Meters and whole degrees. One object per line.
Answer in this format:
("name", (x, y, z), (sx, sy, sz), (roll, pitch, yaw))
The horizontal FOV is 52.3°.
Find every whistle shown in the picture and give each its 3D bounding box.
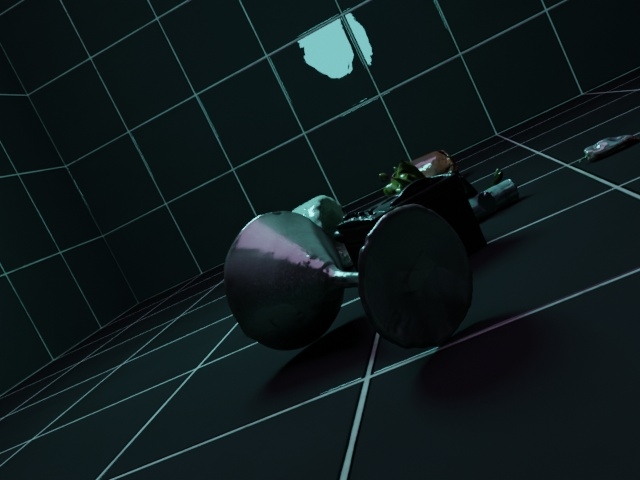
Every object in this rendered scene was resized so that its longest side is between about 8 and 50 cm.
("whistle", (0.350, -0.059, 1.613), (0.312, 0.062, 0.062), (-28, 6, -13))

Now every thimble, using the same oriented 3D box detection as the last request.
("thimble", (0.000, 0.000, 1.870), (0.150, 0.237, 0.237), (-27, 5, 29))

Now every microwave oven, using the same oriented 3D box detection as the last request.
("microwave oven", (0.184, -0.019, 1.368), (0.247, 0.188, 0.178), (-30, 7, -25))

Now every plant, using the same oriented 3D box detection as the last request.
("plant", (0.330, -0.095, 1.871), (0.333, 0.251, 0.180), (12, 37, 10))

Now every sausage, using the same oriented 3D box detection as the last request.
("sausage", (0.408, -0.252, 2.579), (0.279, 0.152, 0.152), (-25, 6, 25))

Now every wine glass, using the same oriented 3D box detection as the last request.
("wine glass", (0.033, 0.065, 1.072), (0.267, 0.267, 0.406), (-30, 11, -28))

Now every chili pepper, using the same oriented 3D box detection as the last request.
("chili pepper", (0.724, -0.236, 1.643), (0.153, 0.041, 0.050), (-24, 49, 18))

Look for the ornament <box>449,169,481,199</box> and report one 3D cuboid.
("ornament", (0.303, -0.067, 1.702), (0.236, 0.080, 0.202), (-42, -36, 14))
